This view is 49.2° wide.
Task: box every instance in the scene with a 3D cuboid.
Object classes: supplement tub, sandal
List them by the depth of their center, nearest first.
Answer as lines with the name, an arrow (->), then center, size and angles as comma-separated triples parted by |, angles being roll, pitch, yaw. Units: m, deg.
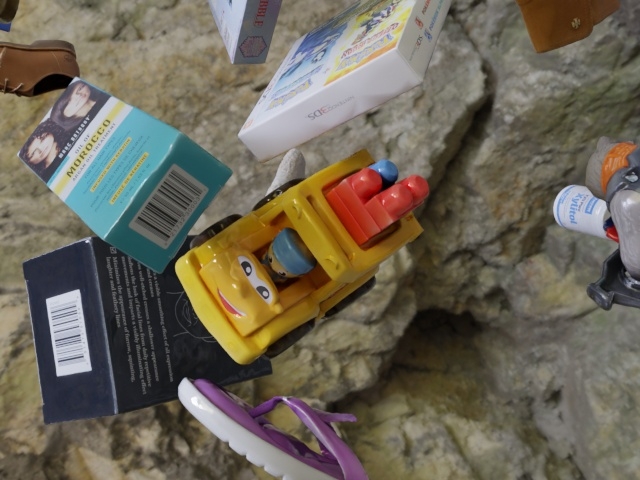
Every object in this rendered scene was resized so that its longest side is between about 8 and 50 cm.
sandal -> 0.012, 0.255, 0.846 | 0.416, 0.102, 0.169 | 38, 168, -20
supplement tub -> 0.407, -0.042, 1.040 | 0.071, 0.071, 0.107 | 51, 171, -22

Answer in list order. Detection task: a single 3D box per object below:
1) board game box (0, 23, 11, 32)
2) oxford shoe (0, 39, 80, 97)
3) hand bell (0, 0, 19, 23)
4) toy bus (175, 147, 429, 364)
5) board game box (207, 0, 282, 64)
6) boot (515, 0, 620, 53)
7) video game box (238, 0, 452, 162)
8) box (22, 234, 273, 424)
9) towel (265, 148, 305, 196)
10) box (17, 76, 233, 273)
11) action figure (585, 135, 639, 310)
board game box -> -0.572, -0.531, 1.078 | 0.233, 0.347, 0.078 | 10, -165, -34
oxford shoe -> -0.464, -0.246, 1.038 | 0.076, 0.212, 0.076 | 69, 154, 14
hand bell -> -0.327, -0.197, 0.427 | 0.126, 0.242, 0.126 | 176, 90, -81
toy bus -> 0.000, 0.000, 0.689 | 0.220, 0.211, 0.149 | -32, -93, -42
board game box -> -0.129, -0.514, 1.132 | 0.318, 0.066, 0.319 | 117, 139, -52
boot -> 0.249, -0.331, 0.856 | 0.104, 0.295, 0.211 | 40, 148, 62
video game box -> 0.028, -0.182, 0.700 | 0.048, 0.205, 0.187 | 45, -135, -27
box -> -0.310, 0.152, 1.315 | 0.395, 0.212, 0.293 | 0, -103, -54
towel -> -0.073, -0.016, 1.361 | 0.282, 0.049, 0.187 | 92, -166, -50
box -> -0.180, -0.068, 0.608 | 0.244, 0.100, 0.060 | 30, 174, 48
action figure -> 0.448, -0.061, 0.744 | 0.330, 0.341, 0.178 | 19, 142, 43
